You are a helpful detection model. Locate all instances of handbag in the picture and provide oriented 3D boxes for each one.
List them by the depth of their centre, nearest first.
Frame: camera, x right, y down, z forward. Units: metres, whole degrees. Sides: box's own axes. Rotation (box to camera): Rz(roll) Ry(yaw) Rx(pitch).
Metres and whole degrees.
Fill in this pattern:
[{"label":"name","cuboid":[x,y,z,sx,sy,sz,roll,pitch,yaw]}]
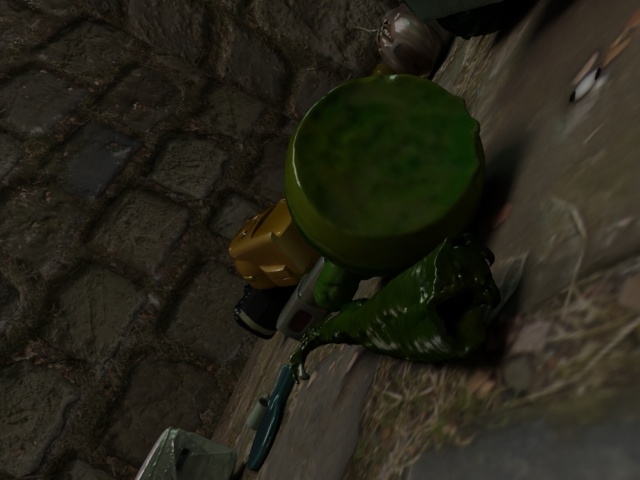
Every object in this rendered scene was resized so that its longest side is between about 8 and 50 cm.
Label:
[{"label":"handbag","cuboid":[-0.145,0.174,1.532,0.181,0.181,0.254,-51,11,30]}]

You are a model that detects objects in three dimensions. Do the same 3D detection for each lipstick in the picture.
[{"label":"lipstick","cuboid":[-0.008,0.105,0.978,0.253,0.079,0.077,-57,6,45]}]

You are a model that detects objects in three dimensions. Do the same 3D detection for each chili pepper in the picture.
[{"label":"chili pepper","cuboid":[0.047,0.086,0.468,0.359,0.076,0.085,132,143,-65]},{"label":"chili pepper","cuboid":[0.215,-0.380,0.708,0.261,0.165,0.174,175,110,-87]}]

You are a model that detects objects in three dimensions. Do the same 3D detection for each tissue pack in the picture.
[{"label":"tissue pack","cuboid":[-0.334,0.605,1.090,0.356,0.193,0.266,119,174,-47]}]

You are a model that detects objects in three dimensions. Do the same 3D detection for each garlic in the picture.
[{"label":"garlic","cuboid":[0.197,-0.466,1.217,0.207,0.256,0.207,-14,-73,-53]}]

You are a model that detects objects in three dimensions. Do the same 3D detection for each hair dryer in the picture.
[{"label":"hair dryer","cuboid":[-0.126,0.371,1.123,0.063,0.037,0.124,-61,-2,11]}]

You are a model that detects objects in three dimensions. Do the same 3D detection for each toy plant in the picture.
[{"label":"toy plant","cuboid":[0.062,-0.026,0.563,0.224,0.184,0.316,-57,-12,-11]}]

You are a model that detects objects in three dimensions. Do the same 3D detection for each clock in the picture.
[{"label":"clock","cuboid":[-0.112,0.005,1.345,0.317,0.200,0.244,-10,34,48]}]

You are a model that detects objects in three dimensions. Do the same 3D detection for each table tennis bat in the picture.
[{"label":"table tennis bat","cuboid":[-0.094,0.333,0.945,0.201,0.033,0.124,-68,8,-23]}]

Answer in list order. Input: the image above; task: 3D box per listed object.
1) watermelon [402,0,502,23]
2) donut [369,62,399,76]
[{"label":"watermelon","cuboid":[0.212,-0.351,0.418,0.387,0.228,0.258,-39,49,26]},{"label":"donut","cuboid":[0.189,-0.449,1.594,0.209,0.128,0.261,-61,3,32]}]
